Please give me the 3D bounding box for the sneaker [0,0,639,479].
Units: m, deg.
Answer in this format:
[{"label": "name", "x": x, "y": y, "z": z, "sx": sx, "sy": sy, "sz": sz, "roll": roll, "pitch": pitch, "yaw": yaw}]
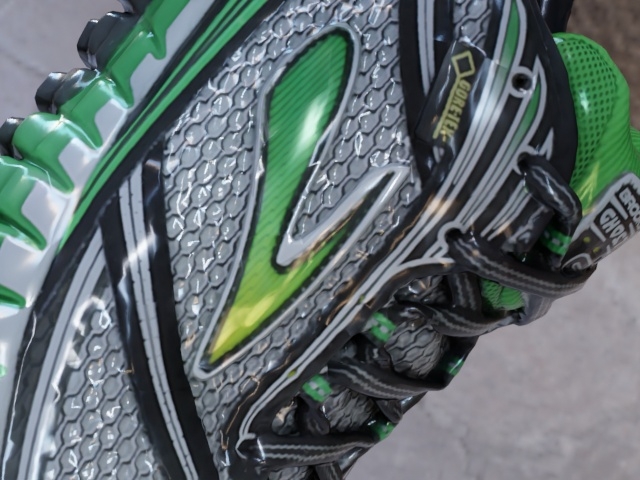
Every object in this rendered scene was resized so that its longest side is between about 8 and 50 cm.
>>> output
[{"label": "sneaker", "x": 0.000, "y": 0.000, "z": 0.425, "sx": 0.146, "sy": 0.134, "sz": 0.344, "roll": 16, "pitch": 78, "yaw": 18}]
